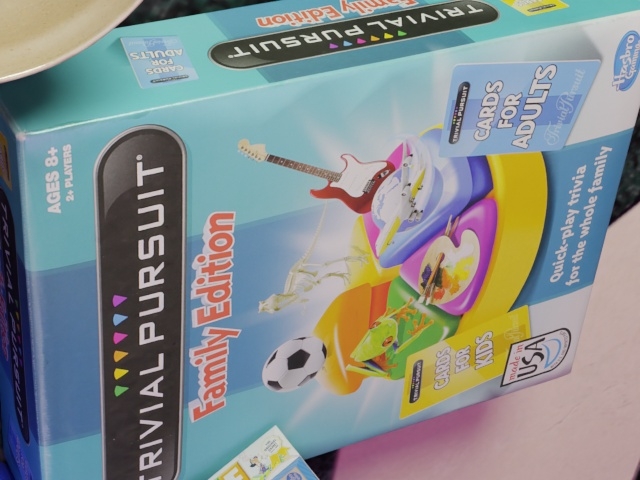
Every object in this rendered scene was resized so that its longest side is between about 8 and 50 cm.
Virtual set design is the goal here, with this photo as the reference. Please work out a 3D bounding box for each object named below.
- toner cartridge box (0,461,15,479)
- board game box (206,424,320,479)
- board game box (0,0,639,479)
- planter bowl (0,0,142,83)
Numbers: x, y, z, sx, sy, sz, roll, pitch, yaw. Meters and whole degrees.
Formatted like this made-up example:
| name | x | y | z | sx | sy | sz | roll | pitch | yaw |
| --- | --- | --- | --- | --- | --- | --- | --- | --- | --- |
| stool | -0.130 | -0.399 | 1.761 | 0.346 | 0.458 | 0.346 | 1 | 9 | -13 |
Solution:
| name | x | y | z | sx | sy | sz | roll | pitch | yaw |
| --- | --- | --- | --- | --- | --- | --- | --- | --- | --- |
| toner cartridge box | -0.163 | 0.194 | 0.700 | 0.075 | 0.165 | 0.348 | -42 | 136 | 2 |
| board game box | -0.031 | 0.178 | 0.760 | 0.103 | 0.026 | 0.154 | -38 | 140 | -7 |
| board game box | 0.000 | 0.000 | 0.712 | 0.336 | 0.079 | 0.254 | -15 | 131 | -24 |
| planter bowl | -0.136 | -0.149 | 0.475 | 0.162 | 0.109 | 0.162 | -18 | 132 | -21 |
